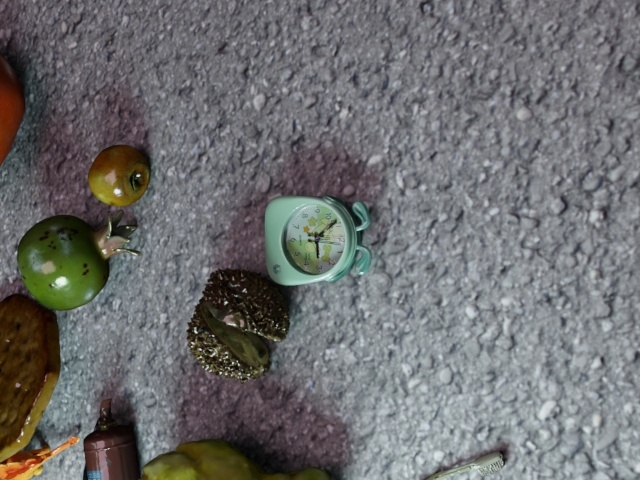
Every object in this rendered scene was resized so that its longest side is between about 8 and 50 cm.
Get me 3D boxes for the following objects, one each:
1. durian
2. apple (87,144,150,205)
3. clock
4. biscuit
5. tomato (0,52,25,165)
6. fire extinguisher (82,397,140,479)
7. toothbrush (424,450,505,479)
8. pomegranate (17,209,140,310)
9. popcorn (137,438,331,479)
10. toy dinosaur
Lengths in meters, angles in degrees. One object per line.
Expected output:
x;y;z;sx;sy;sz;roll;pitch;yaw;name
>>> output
-0.145;0.137;1.444;0.196;0.167;0.196;-15;58;26;durian
-0.373;-0.121;1.580;0.102;0.099;0.114;16;101;29;apple
0.000;0.000;1.404;0.188;0.060;0.148;0;90;27;clock
-0.633;0.275;1.695;0.359;0.046;0.359;-16;62;32;biscuit
-0.739;-0.245;1.682;0.341;0.273;0.341;3;101;16;tomato
-0.375;0.458;1.574;0.141;0.105;0.341;-15;83;59;fire extinguisher
0.159;0.387;1.344;0.294;0.026;0.028;-27;93;25;toothbrush
-0.444;0.028;1.589;0.224;0.181;0.181;-22;79;4;pomegranate
-0.164;0.470;1.380;0.334;0.293;0.292;19;101;10;popcorn
-0.600;0.444;1.694;0.288;0.117;0.070;-24;79;29;toy dinosaur
